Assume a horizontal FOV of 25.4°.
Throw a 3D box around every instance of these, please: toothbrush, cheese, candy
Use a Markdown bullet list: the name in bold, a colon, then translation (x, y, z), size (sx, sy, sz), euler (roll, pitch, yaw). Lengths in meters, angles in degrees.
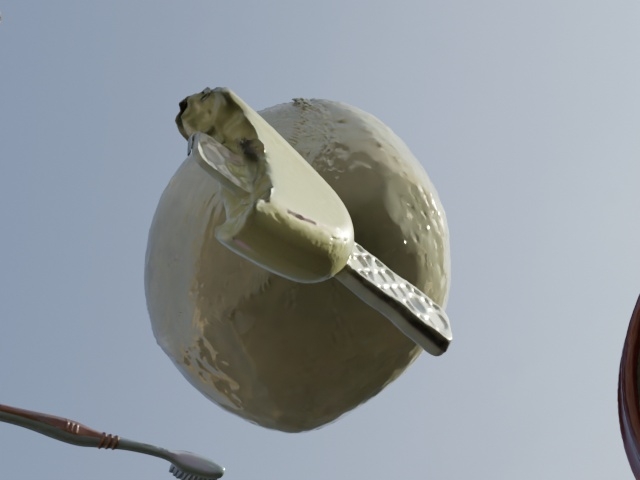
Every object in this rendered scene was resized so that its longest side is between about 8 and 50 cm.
- **toothbrush**: translation (-0.144, 0.102, 0.765), size (0.193, 0.013, 0.019), euler (19, -43, -16)
- **cheese**: translation (0.001, -0.001, 0.937), size (0.235, 0.127, 0.050), euler (38, -68, -25)
- **candy**: translation (-0.016, 0.019, 1.236), size (0.295, 0.185, 0.295), euler (1, -93, -14)

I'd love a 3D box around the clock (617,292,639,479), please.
- **clock**: translation (0.340, 0.079, 0.890), size (0.318, 0.318, 0.080), euler (-50, -44, -2)
